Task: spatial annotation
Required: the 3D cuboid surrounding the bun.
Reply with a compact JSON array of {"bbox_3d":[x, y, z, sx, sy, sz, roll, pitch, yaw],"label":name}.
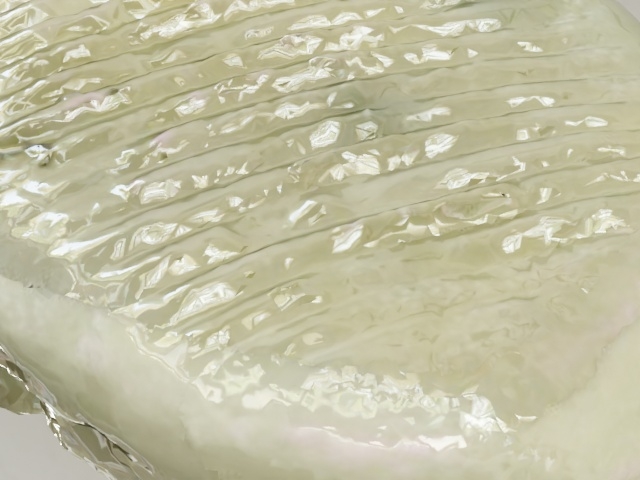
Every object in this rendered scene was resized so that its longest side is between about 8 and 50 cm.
[{"bbox_3d":[0.000,0.000,0.426,0.237,0.210,0.116,47,-31,33],"label":"bun"}]
